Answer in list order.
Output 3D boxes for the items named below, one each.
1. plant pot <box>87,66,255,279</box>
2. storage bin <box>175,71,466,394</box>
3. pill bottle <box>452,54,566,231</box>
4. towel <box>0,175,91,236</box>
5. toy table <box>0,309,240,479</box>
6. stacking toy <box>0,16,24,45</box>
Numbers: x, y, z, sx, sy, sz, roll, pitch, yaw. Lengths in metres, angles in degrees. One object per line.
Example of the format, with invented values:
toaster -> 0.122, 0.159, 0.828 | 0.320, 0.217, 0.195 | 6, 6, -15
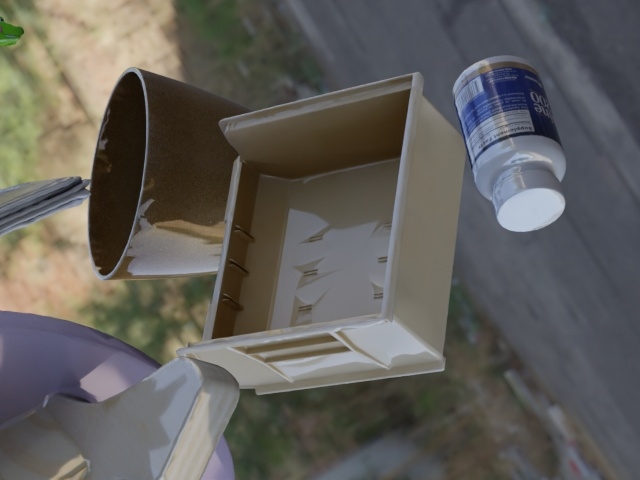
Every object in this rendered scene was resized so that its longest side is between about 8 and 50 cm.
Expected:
plant pot -> -0.110, -0.057, 1.973 | 0.237, 0.254, 0.237 | -171, 90, -68
storage bin -> 0.000, 0.000, 1.714 | 0.123, 0.260, 0.262 | 39, -130, -46
pill bottle -> 0.137, -0.068, 1.247 | 0.067, 0.067, 0.120 | 67, -170, -53
towel -> -0.402, -0.012, 1.836 | 0.285, 0.209, 0.034 | -8, 103, 39
toy table -> -0.141, 0.154, 0.950 | 0.161, 0.274, 0.252 | 37, 116, 53
stacking toy -> -0.281, -0.164, 1.100 | 0.167, 0.221, 0.052 | 154, 113, -65
